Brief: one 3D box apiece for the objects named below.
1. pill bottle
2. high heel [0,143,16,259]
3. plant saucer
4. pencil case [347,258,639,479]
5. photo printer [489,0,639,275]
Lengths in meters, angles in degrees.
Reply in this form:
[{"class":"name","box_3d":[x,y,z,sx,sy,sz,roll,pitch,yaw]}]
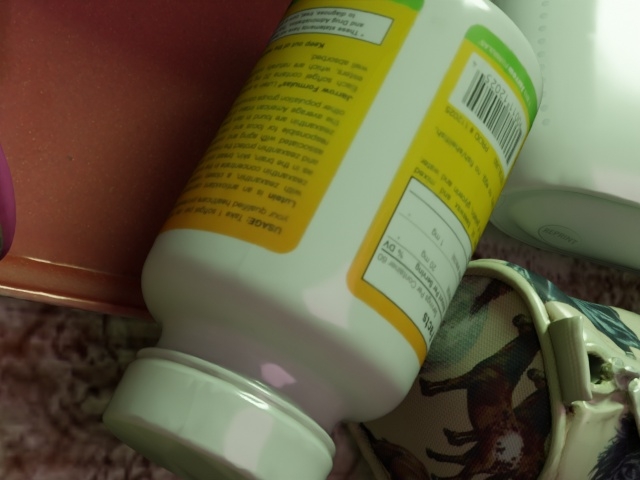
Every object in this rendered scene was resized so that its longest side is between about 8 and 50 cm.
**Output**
[{"class":"pill bottle","box_3d":[0.000,0.000,0.580,0.136,0.136,0.245,38,67,-26]},{"class":"high heel","box_3d":[-0.224,-0.167,0.505,0.377,0.127,0.181,61,23,-23]},{"class":"plant saucer","box_3d":[-0.077,-0.084,0.645,0.259,0.048,0.258,13,79,-32]},{"class":"pencil case","box_3d":[0.226,0.116,0.755,0.410,0.184,0.159,11,80,-34]},{"class":"photo printer","box_3d":[0.249,-0.091,0.768,0.308,0.107,0.256,15,67,-5]}]
